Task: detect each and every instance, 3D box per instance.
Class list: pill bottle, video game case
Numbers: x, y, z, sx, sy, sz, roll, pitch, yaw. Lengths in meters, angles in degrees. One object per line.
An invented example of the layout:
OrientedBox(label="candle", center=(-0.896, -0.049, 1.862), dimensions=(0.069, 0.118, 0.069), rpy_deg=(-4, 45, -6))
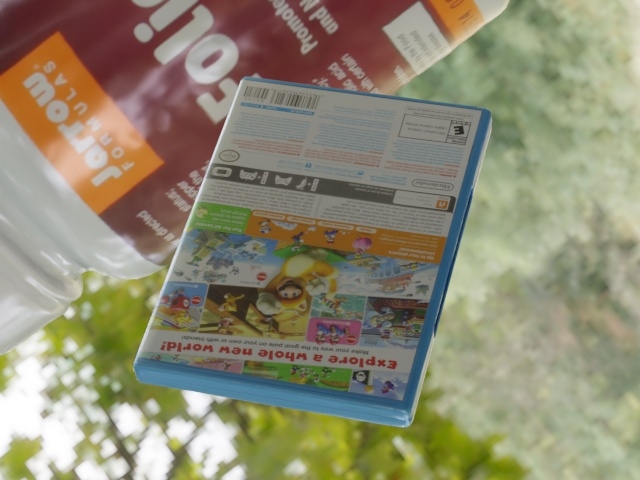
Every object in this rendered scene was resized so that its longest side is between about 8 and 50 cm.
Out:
OrientedBox(label="pill bottle", center=(-0.100, -0.118, 1.168), dimensions=(0.224, 0.392, 0.224), rpy_deg=(52, -175, -6))
OrientedBox(label="video game case", center=(0.000, 0.000, 0.827), dimensions=(0.015, 0.119, 0.166), rpy_deg=(82, -159, -52))
